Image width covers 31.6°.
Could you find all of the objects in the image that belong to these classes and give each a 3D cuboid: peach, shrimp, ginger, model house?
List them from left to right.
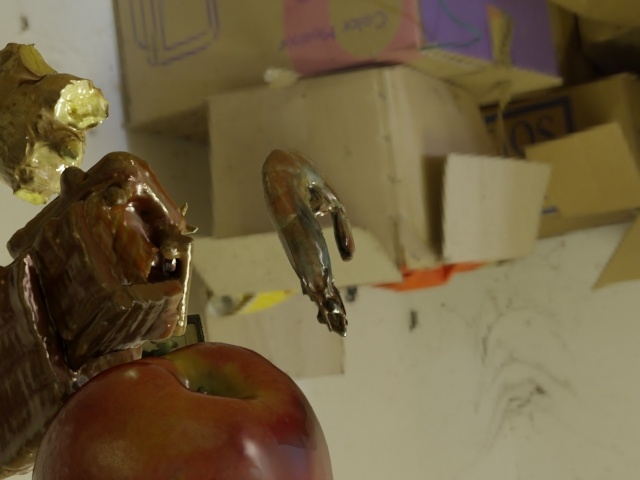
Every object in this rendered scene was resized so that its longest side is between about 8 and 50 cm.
[{"bbox_3d":[-0.302,-0.117,1.188,0.216,0.157,0.102,30,-179,43],"label":"ginger"},{"bbox_3d":[-0.202,0.082,0.990,0.199,0.229,0.219,-29,125,26],"label":"model house"},{"bbox_3d":[-0.104,0.201,0.878,0.243,0.243,0.199,-7,-158,-15],"label":"peach"},{"bbox_3d":[0.002,-0.001,1.363,0.052,0.251,0.144,-25,161,36],"label":"shrimp"}]

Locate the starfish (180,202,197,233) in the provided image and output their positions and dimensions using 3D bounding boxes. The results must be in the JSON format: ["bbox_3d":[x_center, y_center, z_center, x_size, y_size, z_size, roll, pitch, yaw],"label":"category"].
[{"bbox_3d":[-0.279,0.002,1.626,0.208,0.053,0.176,-24,-164,6],"label":"starfish"}]

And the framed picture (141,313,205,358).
[{"bbox_3d":[-0.263,0.199,1.713,0.195,0.199,0.010,-5,141,-15],"label":"framed picture"}]
